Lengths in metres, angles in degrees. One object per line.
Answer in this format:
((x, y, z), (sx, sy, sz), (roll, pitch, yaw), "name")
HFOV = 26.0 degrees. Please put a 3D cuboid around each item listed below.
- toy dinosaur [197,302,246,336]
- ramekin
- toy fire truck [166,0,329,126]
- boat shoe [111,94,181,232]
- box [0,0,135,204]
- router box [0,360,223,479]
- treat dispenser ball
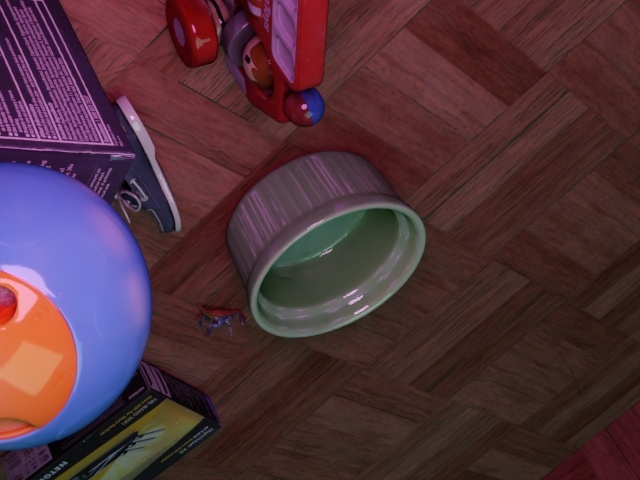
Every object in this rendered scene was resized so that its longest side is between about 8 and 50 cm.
((-0.161, 0.131, 2.333), (0.082, 0.047, 0.090), (-32, 140, -32), "toy dinosaur")
((0.000, 0.000, 2.189), (0.303, 0.148, 0.303), (-21, 145, -15), "ramekin")
((-0.067, -0.271, 1.698), (0.169, 0.254, 0.302), (-17, 144, -19), "toy fire truck")
((-0.258, -0.091, 1.925), (0.079, 0.095, 0.254), (-28, 145, -8), "boat shoe")
((-0.415, -0.141, 1.565), (0.294, 0.296, 0.183), (3, 134, -38), "box")
((-0.361, 0.353, 2.424), (0.309, 0.081, 0.243), (-38, 146, 10), "router box")
((-0.313, 0.066, 1.384), (0.288, 0.288, 0.288), (-20, 145, -15), "treat dispenser ball")
